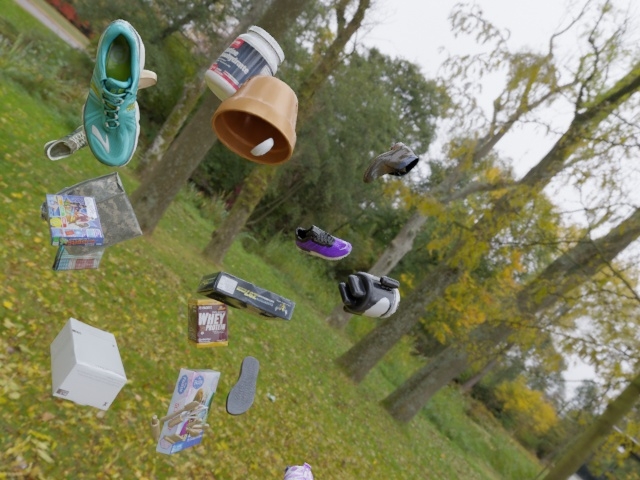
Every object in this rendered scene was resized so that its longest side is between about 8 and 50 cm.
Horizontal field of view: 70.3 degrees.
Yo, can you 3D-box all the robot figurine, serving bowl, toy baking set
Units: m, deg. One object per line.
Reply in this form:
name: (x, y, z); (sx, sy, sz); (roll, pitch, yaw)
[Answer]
robot figurine: (0.205, 0.231, 1.889); (0.278, 0.173, 0.209); (20, -12, -38)
serving bowl: (-0.186, -0.300, 1.482); (0.027, 0.083, 0.083); (57, -2, -8)
toy baking set: (-0.486, 0.624, 1.569); (0.030, 0.197, 0.256); (-114, -156, -45)

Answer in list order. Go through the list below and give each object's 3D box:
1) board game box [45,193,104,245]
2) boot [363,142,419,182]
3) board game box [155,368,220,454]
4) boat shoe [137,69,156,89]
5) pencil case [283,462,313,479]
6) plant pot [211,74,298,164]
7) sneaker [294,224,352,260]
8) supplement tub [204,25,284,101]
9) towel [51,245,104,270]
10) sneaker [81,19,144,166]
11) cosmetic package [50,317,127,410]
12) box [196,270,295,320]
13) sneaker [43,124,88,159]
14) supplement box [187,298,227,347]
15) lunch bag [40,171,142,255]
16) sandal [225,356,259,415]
board game box: (-0.746, -0.063, 1.378); (0.136, 0.035, 0.201); (1, 41, -36)
boot: (0.265, -0.273, 1.694); (0.106, 0.219, 0.082); (41, -12, 35)
board game box: (-0.547, 0.708, 1.922); (0.066, 0.317, 0.318); (11, -14, 10)
boat shoe: (-0.548, -0.441, 1.292); (0.059, 0.170, 0.063); (65, -25, 19)
pencil case: (-0.055, 0.661, 1.152); (0.086, 0.088, 0.206); (42, 6, -8)
plant pot: (-0.205, -0.431, 1.587); (0.291, 0.203, 0.291); (16, -23, 7)
sneaker: (-0.001, 0.001, 2.129); (0.294, 0.102, 0.146); (8, -43, 25)
supplement tub: (-0.288, -0.651, 1.731); (0.191, 0.272, 0.191); (39, -6, 5)
towel: (-1.012, -0.044, 1.997); (0.040, 0.369, 0.271); (21, 4, 13)
sneaker: (-0.396, -0.275, 0.865); (0.107, 0.275, 0.110); (4, 17, -23)
cosmetic package: (-0.940, 0.490, 1.830); (0.217, 0.156, 0.385); (37, -5, -38)
box: (-0.212, 0.161, 1.276); (0.233, 0.059, 0.183); (28, -20, -23)
sneaker: (-0.779, -0.306, 1.440); (0.086, 0.192, 0.064); (48, -18, 51)
supplement box: (-0.484, 0.346, 1.942); (0.129, 0.194, 0.191); (2, -6, -27)
lunch bag: (-0.846, -0.089, 1.683); (0.169, 0.287, 0.235); (53, -23, 36)
sandal: (-0.295, 0.568, 1.757); (0.097, 0.054, 0.254); (29, 36, -7)
